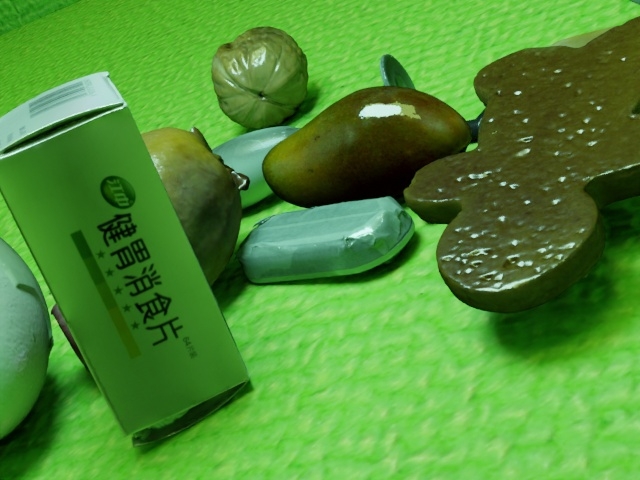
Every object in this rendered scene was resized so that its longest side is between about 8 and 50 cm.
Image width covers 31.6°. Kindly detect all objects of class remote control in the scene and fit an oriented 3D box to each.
[{"bbox_3d":[0.000,0.000,1.283,0.247,0.052,0.104,-8,32,44],"label":"remote control"}]

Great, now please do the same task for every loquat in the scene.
[{"bbox_3d":[-0.199,-0.019,1.343,0.238,0.193,0.238,-44,15,14],"label":"loquat"}]

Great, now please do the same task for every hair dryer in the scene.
[{"bbox_3d":[0.195,-0.150,1.392,0.047,0.026,0.083,-5,31,40],"label":"hair dryer"}]

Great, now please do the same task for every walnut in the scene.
[{"bbox_3d":[-0.094,-0.255,1.747,0.155,0.155,0.184,-25,23,8],"label":"walnut"}]

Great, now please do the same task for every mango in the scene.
[{"bbox_3d":[0.053,-0.109,1.335,0.268,0.133,0.111,-13,16,29],"label":"mango"}]

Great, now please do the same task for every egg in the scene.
[{"bbox_3d":[-0.438,0.110,1.266,0.278,0.278,0.336,-39,50,-20],"label":"egg"}]

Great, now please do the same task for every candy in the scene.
[{"bbox_3d":[-0.267,0.108,1.296,0.043,0.103,0.103,-31,25,-6],"label":"candy"}]

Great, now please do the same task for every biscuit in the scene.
[{"bbox_3d":[0.224,-0.071,1.098,0.283,0.064,0.432,-11,35,30],"label":"biscuit"}]

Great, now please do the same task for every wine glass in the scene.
[{"bbox_3d":[0.012,-0.133,1.542,0.310,0.096,0.264,-26,-8,24],"label":"wine glass"}]

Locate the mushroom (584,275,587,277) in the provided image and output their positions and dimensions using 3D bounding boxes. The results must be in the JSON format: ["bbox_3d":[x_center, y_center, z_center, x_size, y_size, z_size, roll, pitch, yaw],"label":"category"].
[{"bbox_3d":[0.190,-0.019,1.140,0.068,0.043,0.306,-53,30,-6],"label":"mushroom"}]

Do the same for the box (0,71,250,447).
[{"bbox_3d":[-0.203,0.017,1.137,0.145,0.332,0.173,-24,22,-6],"label":"box"}]

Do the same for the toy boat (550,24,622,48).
[{"bbox_3d":[0.340,-0.198,1.271,0.201,0.077,0.057,-8,44,32],"label":"toy boat"}]

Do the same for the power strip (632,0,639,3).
[{"bbox_3d":[0.455,-0.307,1.414,0.060,0.027,0.252,-28,25,-1],"label":"power strip"}]
